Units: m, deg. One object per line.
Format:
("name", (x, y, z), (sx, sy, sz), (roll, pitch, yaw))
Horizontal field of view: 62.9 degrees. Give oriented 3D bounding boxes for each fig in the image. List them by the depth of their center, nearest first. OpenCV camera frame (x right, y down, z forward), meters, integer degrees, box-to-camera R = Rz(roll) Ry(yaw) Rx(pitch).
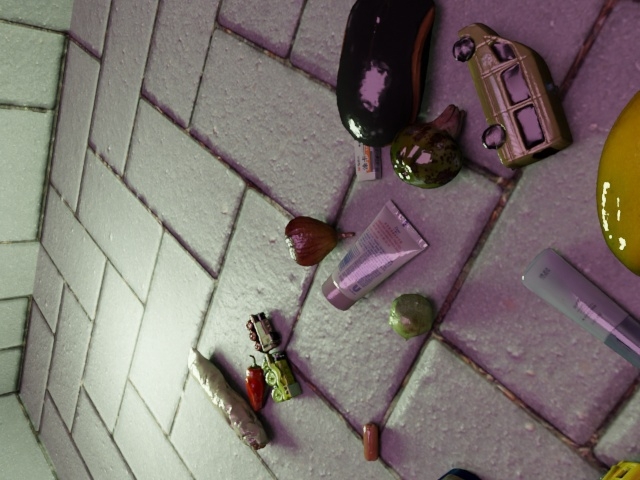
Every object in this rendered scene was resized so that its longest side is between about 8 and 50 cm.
("fig", (-0.011, 0.009, 1.204), (0.152, 0.119, 0.119), (19, 107, 30))

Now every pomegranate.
("pomegranate", (0.201, -0.176, 0.969), (0.138, 0.125, 0.163), (38, 118, 43))

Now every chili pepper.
("chili pepper", (-0.176, 0.394, 1.437), (0.059, 0.050, 0.191), (18, 118, 38))

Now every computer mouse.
("computer mouse", (0.121, -0.347, 1.022), (0.182, 0.116, 0.324), (10, 97, 29))

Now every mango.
("mango", (0.482, -0.097, 0.724), (0.176, 0.119, 0.317), (27, 121, 36))

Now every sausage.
("sausage", (0.113, 0.453, 1.176), (0.034, 0.034, 0.084), (0, 93, 44))

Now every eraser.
("eraser", (0.102, -0.190, 1.128), (0.052, 0.029, 0.122), (-2, 92, 44))

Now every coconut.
("coconut", (0.180, 0.155, 1.052), (0.087, 0.087, 0.096), (8, 95, 43))

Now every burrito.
("burrito", (-0.276, 0.463, 1.522), (0.392, 0.076, 0.117), (39, 147, 34))

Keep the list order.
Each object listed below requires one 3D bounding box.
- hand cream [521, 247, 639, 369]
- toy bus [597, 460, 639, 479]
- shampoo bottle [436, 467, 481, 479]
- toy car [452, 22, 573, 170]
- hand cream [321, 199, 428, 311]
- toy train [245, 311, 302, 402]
("hand cream", (0.436, 0.116, 0.829), (0.255, 0.048, 0.080), (47, 118, 33))
("toy bus", (0.388, 0.479, 0.751), (0.330, 0.152, 0.144), (-43, 59, -4))
("shampoo bottle", (0.232, 0.481, 0.962), (0.087, 0.182, 0.050), (16, 104, 41))
("toy car", (0.319, -0.252, 0.868), (0.124, 0.101, 0.257), (-22, 81, 38))
("hand cream", (0.105, 0.041, 1.126), (0.248, 0.083, 0.133), (-46, 64, 24))
("toy train", (-0.129, 0.303, 1.383), (0.085, 0.053, 0.250), (-37, 68, 31))
